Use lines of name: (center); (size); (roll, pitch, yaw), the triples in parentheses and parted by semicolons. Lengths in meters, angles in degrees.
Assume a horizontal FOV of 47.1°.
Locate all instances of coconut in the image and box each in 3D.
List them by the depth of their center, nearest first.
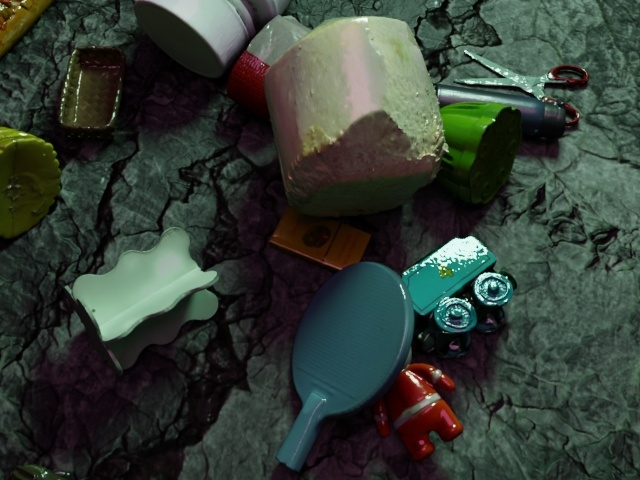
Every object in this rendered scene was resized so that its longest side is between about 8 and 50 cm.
coconut: (0.054, -0.215, 1.198); (0.297, 0.297, 0.310); (-9, 76, -6)

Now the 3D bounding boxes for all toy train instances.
toy train: (0.210, 0.090, 1.171); (0.197, 0.107, 0.154); (-32, 61, -17)

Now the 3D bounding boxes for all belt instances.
belt: (-0.065, -0.309, 1.341); (0.124, 0.128, 0.201); (34, 73, 13)

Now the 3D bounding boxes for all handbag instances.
handbag: (-0.397, 0.355, 1.046); (0.111, 0.047, 0.072); (26, 71, 11)

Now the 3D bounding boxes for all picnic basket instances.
picnic basket: (-0.415, -0.270, 1.350); (0.110, 0.055, 0.194); (2, 64, 0)

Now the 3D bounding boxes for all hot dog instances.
hot dog: (-0.634, -0.444, 1.394); (0.158, 0.117, 0.349); (27, 66, 12)

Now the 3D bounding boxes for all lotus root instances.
lotus root: (0.236, -0.171, 1.278); (0.186, 0.186, 0.186); (1, 64, -2)

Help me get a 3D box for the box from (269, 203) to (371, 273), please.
box: (0.000, 0.000, 1.251); (0.155, 0.023, 0.087); (22, 68, 9)

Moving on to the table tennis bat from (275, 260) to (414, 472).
table tennis bat: (0.024, 0.184, 1.097); (0.215, 0.044, 0.329); (19, 80, 46)

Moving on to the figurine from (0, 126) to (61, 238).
figurine: (-0.598, -0.168, 1.242); (0.315, 0.187, 0.168); (38, 67, 24)

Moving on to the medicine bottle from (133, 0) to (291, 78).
medicine bottle: (-0.177, -0.478, 1.358); (0.241, 0.241, 0.302); (30, 76, 12)

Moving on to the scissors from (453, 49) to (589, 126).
scissors: (0.387, -0.307, 1.420); (0.247, 0.017, 0.144); (17, 64, 8)

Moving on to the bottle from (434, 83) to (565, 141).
bottle: (0.326, -0.233, 1.349); (0.244, 0.082, 0.072); (8, 22, 3)

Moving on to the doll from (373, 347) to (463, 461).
doll: (0.112, 0.208, 1.114); (0.142, 0.076, 0.245); (-41, 66, 15)

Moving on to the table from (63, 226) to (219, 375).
table: (-0.265, 0.088, 1.131); (0.198, 0.167, 0.166); (-31, 69, -24)
